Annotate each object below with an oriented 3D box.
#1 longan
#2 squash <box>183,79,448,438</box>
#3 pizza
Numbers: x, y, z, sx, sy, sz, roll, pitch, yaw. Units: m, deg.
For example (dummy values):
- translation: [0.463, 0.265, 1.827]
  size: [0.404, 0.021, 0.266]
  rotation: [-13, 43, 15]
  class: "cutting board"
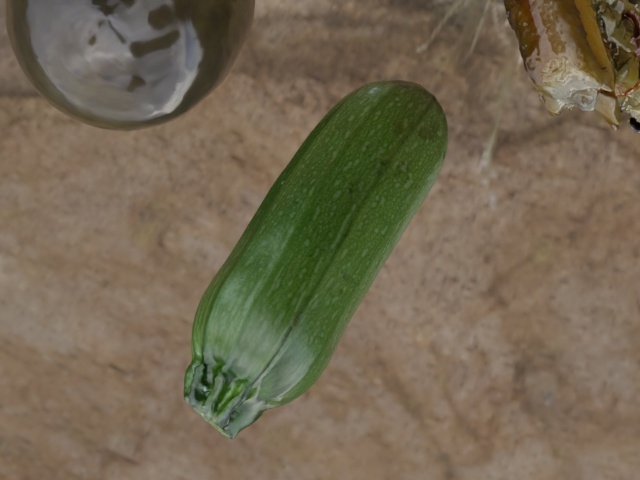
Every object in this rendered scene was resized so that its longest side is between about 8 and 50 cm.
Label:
- translation: [-0.124, -0.155, 0.952]
  size: [0.167, 0.187, 0.167]
  rotation: [-11, 130, -14]
  class: "longan"
- translation: [0.000, 0.000, 0.708]
  size: [0.068, 0.219, 0.077]
  rotation: [30, 154, 3]
  class: "squash"
- translation: [0.196, -0.148, 0.988]
  size: [0.074, 0.251, 0.287]
  rotation: [-25, 120, 31]
  class: "pizza"
